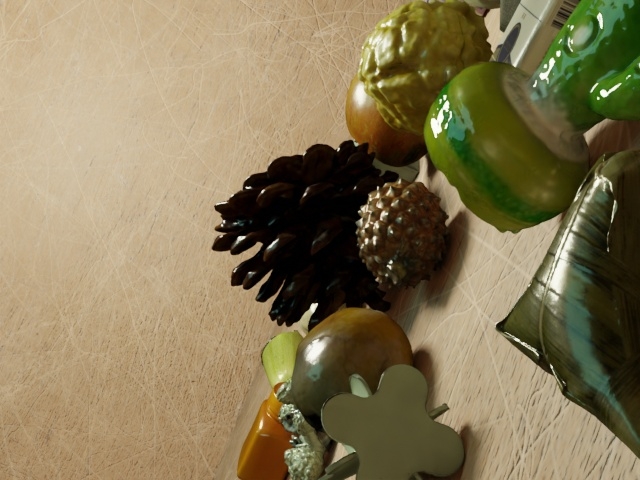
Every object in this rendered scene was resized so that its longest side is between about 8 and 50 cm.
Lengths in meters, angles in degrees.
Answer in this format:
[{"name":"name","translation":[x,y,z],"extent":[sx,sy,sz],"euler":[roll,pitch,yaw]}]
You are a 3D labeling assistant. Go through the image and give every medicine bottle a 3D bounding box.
[{"name":"medicine bottle","translation":[-0.104,0.449,1.807],"extent":[0.149,0.112,0.222],"euler":[-85,18,-69]}]

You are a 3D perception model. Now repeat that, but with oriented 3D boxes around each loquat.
[{"name":"loquat","translation":[0.046,0.190,1.140],"extent":[0.179,0.179,0.227],"euler":[-66,-10,17]}]

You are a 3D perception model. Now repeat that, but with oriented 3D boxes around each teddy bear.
[{"name":"teddy bear","translation":[-0.020,0.383,1.484],"extent":[0.133,0.111,0.213],"euler":[85,174,-55]}]

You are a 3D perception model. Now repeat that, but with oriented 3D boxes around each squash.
[{"name":"squash","translation":[-0.103,0.356,2.070],"extent":[0.287,0.137,0.137],"euler":[-91,24,-68]}]

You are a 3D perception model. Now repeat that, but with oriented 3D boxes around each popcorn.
[{"name":"popcorn","translation":[0.193,-0.305,1.356],"extent":[0.249,0.249,0.225],"euler":[128,159,-67]}]

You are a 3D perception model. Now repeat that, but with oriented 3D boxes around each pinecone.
[{"name":"pinecone","translation":[0.000,0.000,1.483],"extent":[0.398,0.397,0.398],"euler":[-158,90,-83]}]

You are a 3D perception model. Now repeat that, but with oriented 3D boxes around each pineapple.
[{"name":"pineapple","translation":[0.129,0.002,1.236],"extent":[0.193,0.166,0.166],"euler":[-74,9,-49]}]

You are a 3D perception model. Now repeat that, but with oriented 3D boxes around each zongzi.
[{"name":"zongzi","translation":[0.232,0.031,0.564],"extent":[0.204,0.094,0.205],"euler":[-106,39,-73]}]

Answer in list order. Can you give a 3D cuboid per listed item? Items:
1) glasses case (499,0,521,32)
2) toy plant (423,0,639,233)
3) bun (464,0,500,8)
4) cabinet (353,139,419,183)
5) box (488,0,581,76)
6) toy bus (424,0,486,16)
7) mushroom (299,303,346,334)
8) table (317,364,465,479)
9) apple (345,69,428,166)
[{"name":"glasses case","translation":[0.302,-0.391,1.154],"extent":[0.071,0.047,0.205],"euler":[-49,-23,-9]},{"name":"toy plant","translation":[0.264,-0.164,0.772],"extent":[0.316,0.184,0.224],"euler":[-42,27,37]},{"name":"bun","translation":[0.318,-0.584,1.330],"extent":[0.365,0.219,0.365],"euler":[-62,10,19]},{"name":"cabinet","translation":[0.116,-0.134,1.786],"extent":[0.145,0.150,0.206],"euler":[-79,12,-58]},{"name":"box","translation":[0.301,-0.276,1.083],"extent":[0.168,0.071,0.259],"euler":[-82,17,-65]},{"name":"toy bus","translation":[0.311,-0.571,1.697],"extent":[0.142,0.141,0.203],"euler":[-55,12,40]},{"name":"mushroom","translation":[0.027,0.162,1.718],"extent":[0.154,0.122,0.154],"euler":[-34,-21,-15]},{"name":"table","translation":[0.065,0.260,0.941],"extent":[0.198,0.166,0.167],"euler":[108,180,-60]},{"name":"apple","translation":[0.160,-0.263,1.604],"extent":[0.237,0.236,0.208],"euler":[-75,-2,-47]}]
